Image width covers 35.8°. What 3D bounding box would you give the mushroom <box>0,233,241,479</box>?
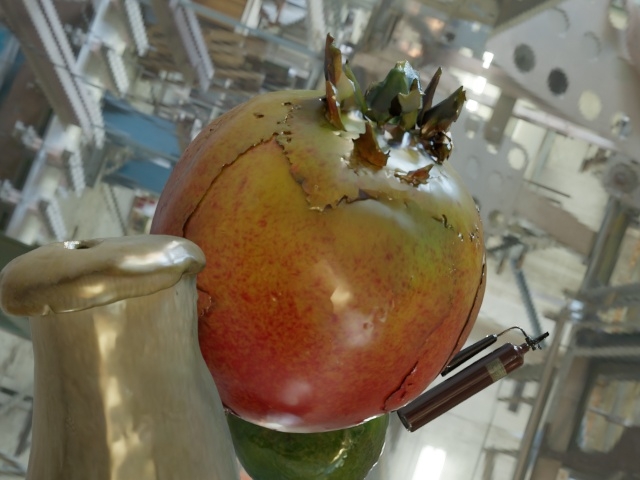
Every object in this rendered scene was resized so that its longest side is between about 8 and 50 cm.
[{"bbox_3d":[-0.083,0.118,0.411,0.096,0.108,0.247,-84,179,-82],"label":"mushroom"}]

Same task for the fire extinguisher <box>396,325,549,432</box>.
[{"bbox_3d":[0.154,0.136,1.021,0.049,0.173,0.035,54,-8,52],"label":"fire extinguisher"}]

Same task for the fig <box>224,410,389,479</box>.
[{"bbox_3d":[-0.005,0.224,1.231,0.235,0.203,0.203,56,52,-71],"label":"fig"}]

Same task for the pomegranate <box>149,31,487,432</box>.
[{"bbox_3d":[0.000,0.000,0.589,0.210,0.210,0.235,-77,-170,-70],"label":"pomegranate"}]
